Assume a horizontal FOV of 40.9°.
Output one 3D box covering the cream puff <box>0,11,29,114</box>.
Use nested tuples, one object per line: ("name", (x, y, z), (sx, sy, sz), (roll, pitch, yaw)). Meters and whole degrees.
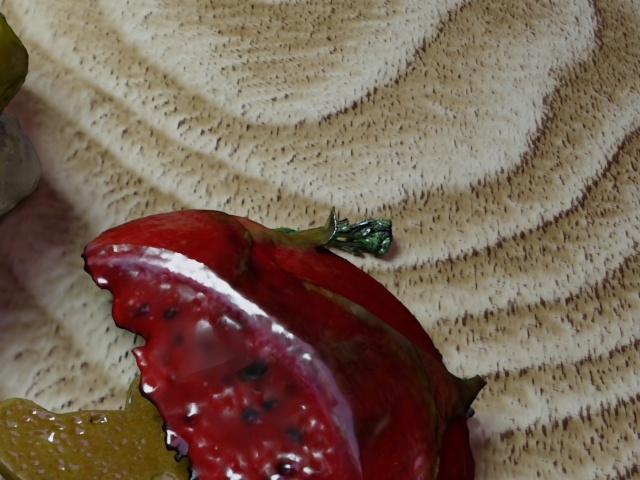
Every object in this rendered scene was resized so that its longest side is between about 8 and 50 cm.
("cream puff", (-0.357, -0.116, 0.496), (0.378, 0.275, 0.378), (12, 57, -18))

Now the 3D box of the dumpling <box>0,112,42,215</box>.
("dumpling", (-0.236, -0.061, 0.653), (0.052, 0.057, 0.076), (36, 50, 2))

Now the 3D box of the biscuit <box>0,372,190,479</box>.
("biscuit", (-0.112, 0.154, 0.578), (0.205, 0.031, 0.138), (-7, 59, -31))

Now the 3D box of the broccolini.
("broccolini", (0.000, 0.000, 0.750), (0.140, 0.030, 0.035), (-5, 96, -23))

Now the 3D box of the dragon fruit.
("dragon fruit", (0.011, 0.090, 0.621), (0.282, 0.100, 0.343), (-13, 63, -47))
